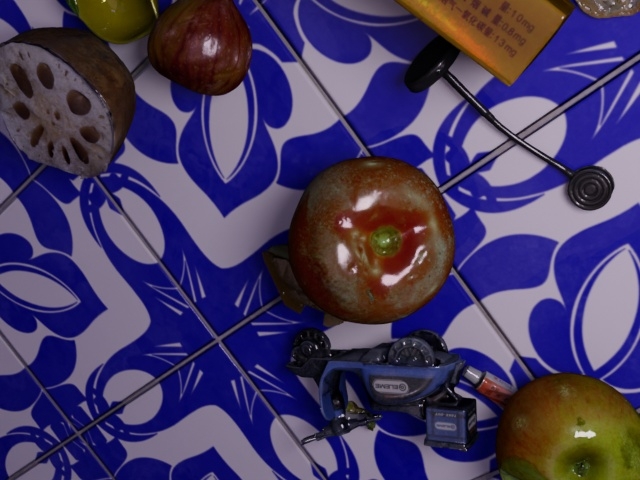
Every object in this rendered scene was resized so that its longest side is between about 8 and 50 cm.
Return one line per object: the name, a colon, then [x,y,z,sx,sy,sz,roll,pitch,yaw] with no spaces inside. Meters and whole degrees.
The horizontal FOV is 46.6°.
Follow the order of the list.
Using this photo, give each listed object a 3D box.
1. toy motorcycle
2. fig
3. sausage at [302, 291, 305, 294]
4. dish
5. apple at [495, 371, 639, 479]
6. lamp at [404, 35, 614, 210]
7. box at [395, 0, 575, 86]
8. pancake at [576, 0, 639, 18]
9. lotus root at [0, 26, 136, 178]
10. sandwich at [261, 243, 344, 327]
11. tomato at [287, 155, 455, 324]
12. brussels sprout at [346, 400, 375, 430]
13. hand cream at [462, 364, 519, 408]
toy motorcycle: [0.097,0.268,1.336,0.358,0.125,0.213,-1,93,27]
fig: [-0.185,-0.349,1.223,0.175,0.175,0.207,30,107,9]
sausage: [0.000,0.000,1.294,0.025,0.028,0.198,22,77,-18]
dish: [-0.351,-0.429,1.300,0.207,0.080,0.149,33,119,6]
apple: [0.404,0.340,1.188,0.246,0.226,0.246,0,98,3]
lamp: [0.283,-0.163,1.131,0.371,0.108,0.130,47,117,0]
box: [0.144,-0.393,1.016,0.415,0.264,0.116,40,119,5]
pancake: [0.419,-0.389,1.044,0.151,0.025,0.152,7,112,18]
lotus root: [-0.443,-0.260,1.340,0.272,0.192,0.272,9,124,14]
sandwich: [0.005,0.090,1.343,0.244,0.090,0.088,24,111,9]
tomato: [0.075,0.000,1.198,0.270,0.222,0.270,0,92,-11]
brussels sprout: [0.067,0.340,1.439,0.083,0.046,0.051,6,107,9]
hand cream: [0.346,0.290,1.317,0.216,0.038,0.052,33,145,3]
